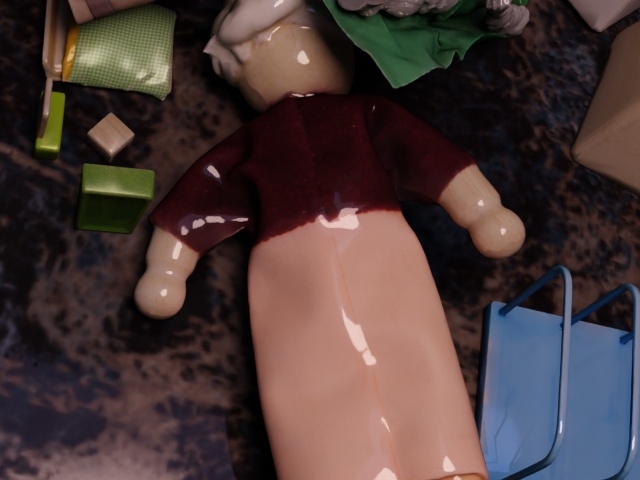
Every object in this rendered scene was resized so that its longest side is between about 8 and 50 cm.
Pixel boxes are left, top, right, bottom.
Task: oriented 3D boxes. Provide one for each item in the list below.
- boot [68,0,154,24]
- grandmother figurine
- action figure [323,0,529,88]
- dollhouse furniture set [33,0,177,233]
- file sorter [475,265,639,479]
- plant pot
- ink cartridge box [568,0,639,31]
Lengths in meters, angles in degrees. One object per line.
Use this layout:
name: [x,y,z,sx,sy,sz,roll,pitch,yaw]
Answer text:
boot: [-0.096,-0.141,0.711,0.087,0.118,0.042,-26,122,-14]
grandmother figurine: [0.000,0.000,0.707,0.208,0.104,0.342,-8,69,-5]
action figure: [0.073,-0.155,0.761,0.232,0.063,0.137,-14,74,-57]
dollhouse furniture set: [-0.116,-0.084,0.722,0.076,0.058,0.151,7,68,-15]
file sorter: [0.184,0.094,0.721,0.170,0.104,0.118,13,67,-12]
plant pot: [0.238,-0.087,0.813,0.109,0.096,0.109,28,65,-5]
ink cartridge box: [0.230,-0.306,0.799,0.197,0.270,0.198,-35,83,-27]
